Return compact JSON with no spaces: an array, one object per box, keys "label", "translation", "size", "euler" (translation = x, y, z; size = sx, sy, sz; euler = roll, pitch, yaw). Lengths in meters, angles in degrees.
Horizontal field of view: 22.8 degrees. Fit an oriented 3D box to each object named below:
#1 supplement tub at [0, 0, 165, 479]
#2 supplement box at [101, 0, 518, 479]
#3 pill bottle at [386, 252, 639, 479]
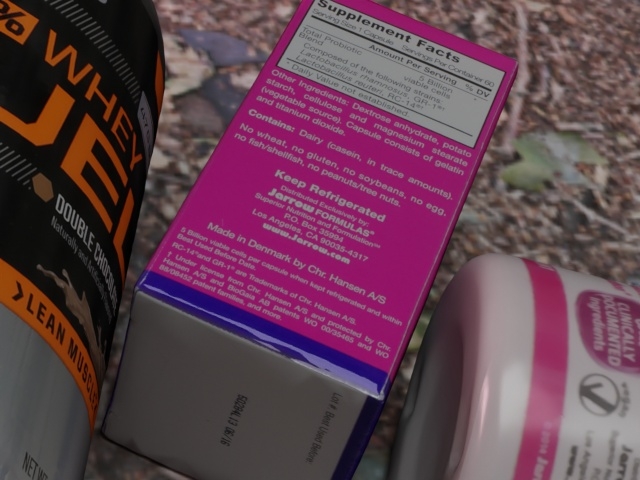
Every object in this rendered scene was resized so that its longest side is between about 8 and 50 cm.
[{"label":"supplement tub","translation":[-0.175,-0.016,0.619],"size":[0.207,0.207,0.338],"euler":[12,50,-8]},{"label":"supplement box","translation":[0.000,0.000,0.724],"size":[0.114,0.111,0.220],"euler":[24,48,4]},{"label":"pill bottle","translation":[0.178,0.113,0.654],"size":[0.283,0.160,0.160],"euler":[14,49,-6]}]
